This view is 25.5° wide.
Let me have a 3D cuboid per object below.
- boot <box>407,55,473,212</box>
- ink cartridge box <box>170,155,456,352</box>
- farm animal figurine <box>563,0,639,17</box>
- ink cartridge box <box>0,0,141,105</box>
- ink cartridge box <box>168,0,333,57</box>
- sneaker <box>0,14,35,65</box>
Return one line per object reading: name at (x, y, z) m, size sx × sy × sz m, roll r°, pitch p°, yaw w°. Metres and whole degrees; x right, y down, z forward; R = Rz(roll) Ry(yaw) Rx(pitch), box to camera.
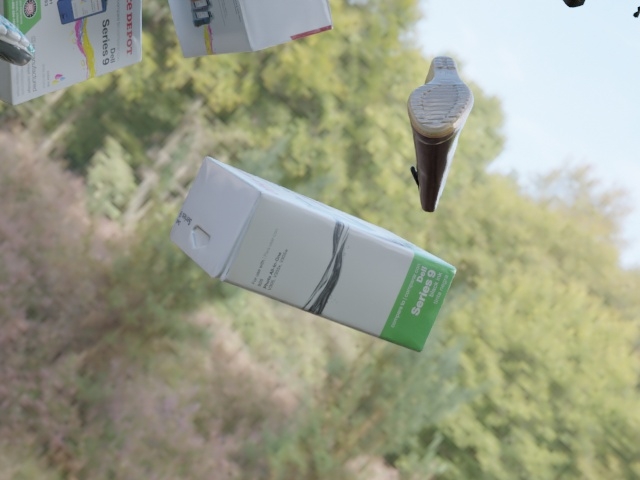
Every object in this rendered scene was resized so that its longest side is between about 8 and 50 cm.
boot at (0.170, -0.130, 2.025) m, size 0.090 × 0.206 × 0.248 m, roll 5°, pitch 28°, yaw 7°
ink cartridge box at (-0.013, 0.016, 1.748) m, size 0.289 × 0.121 × 0.211 m, roll 22°, pitch 5°, yaw -28°
farm animal figurine at (0.207, -0.352, 1.259) m, size 0.327 × 0.330 × 0.172 m, roll 46°, pitch -32°, yaw 12°
ink cartridge box at (-0.324, -0.274, 1.730) m, size 0.093 × 0.212 × 0.154 m, roll 26°, pitch -54°, yaw 32°
ink cartridge box at (-0.095, -0.306, 1.771) m, size 0.176 × 0.128 × 0.127 m, roll 7°, pitch -65°, yaw 55°
sneaker at (-0.321, -0.173, 1.218) m, size 0.065 × 0.076 × 0.166 m, roll 40°, pitch 13°, yaw 34°
